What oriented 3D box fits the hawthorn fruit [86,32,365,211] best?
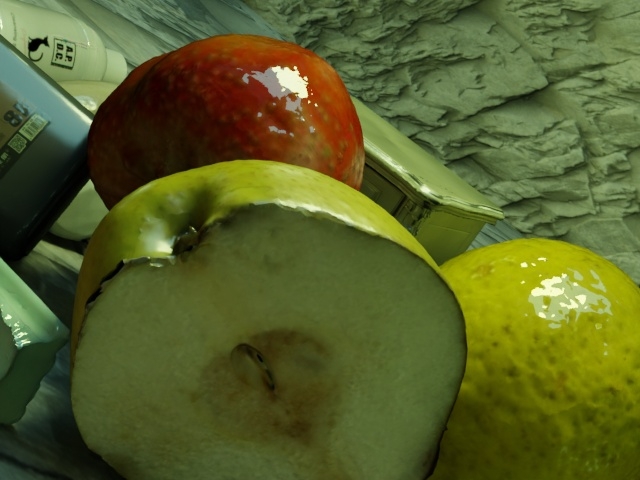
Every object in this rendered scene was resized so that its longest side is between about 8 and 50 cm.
[{"bbox_3d":[-0.078,-0.108,1.208,0.287,0.287,0.330,34,42,4],"label":"hawthorn fruit"}]

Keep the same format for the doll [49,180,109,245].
[{"bbox_3d":[-0.319,-0.076,1.422,0.110,0.107,0.181,-14,42,-19],"label":"doll"}]

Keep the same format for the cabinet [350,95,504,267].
[{"bbox_3d":[0.000,0.000,1.435,0.290,0.318,0.227,41,16,25],"label":"cabinet"}]

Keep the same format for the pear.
[{"bbox_3d":[-0.051,0.077,1.018,0.191,0.340,0.386,-107,174,-51],"label":"pear"}]

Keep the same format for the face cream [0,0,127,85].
[{"bbox_3d":[-0.429,-0.296,1.793,0.145,0.145,0.369,40,18,23],"label":"face cream"}]

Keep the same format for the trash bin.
[{"bbox_3d":[-0.395,-0.132,1.235,0.290,0.209,0.182,38,-24,-5],"label":"trash bin"}]

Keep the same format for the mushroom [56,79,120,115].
[{"bbox_3d":[-0.359,-0.166,1.569,0.128,0.128,0.350,40,24,25],"label":"mushroom"}]

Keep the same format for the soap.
[{"bbox_3d":[-0.320,0.064,0.990,0.198,0.114,0.063,39,18,25],"label":"soap"}]

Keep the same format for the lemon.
[{"bbox_3d":[0.226,0.173,1.311,0.387,0.350,0.350,-16,40,-23],"label":"lemon"}]
